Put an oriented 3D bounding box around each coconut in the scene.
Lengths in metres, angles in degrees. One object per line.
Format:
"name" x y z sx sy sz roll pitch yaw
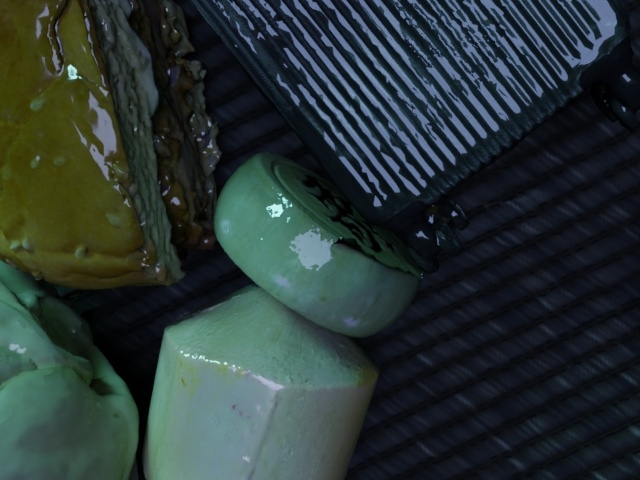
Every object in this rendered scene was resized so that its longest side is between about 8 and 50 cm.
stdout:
"coconut" -0.041 0.102 0.460 0.147 0.147 0.153 15 93 2

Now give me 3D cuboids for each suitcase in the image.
"suitcase" 0.042 -0.156 0.428 0.202 0.128 0.312 -38 93 22

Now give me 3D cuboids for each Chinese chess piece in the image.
"Chinese chess piece" 0.000 0.000 0.448 0.144 0.144 0.058 37 104 0

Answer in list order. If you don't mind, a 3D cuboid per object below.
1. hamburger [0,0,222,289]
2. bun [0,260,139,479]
"hamburger" -0.172 -0.103 0.450 0.282 0.155 0.245 32 103 6
"bun" -0.210 0.108 0.420 0.160 0.259 0.259 -39 92 11
